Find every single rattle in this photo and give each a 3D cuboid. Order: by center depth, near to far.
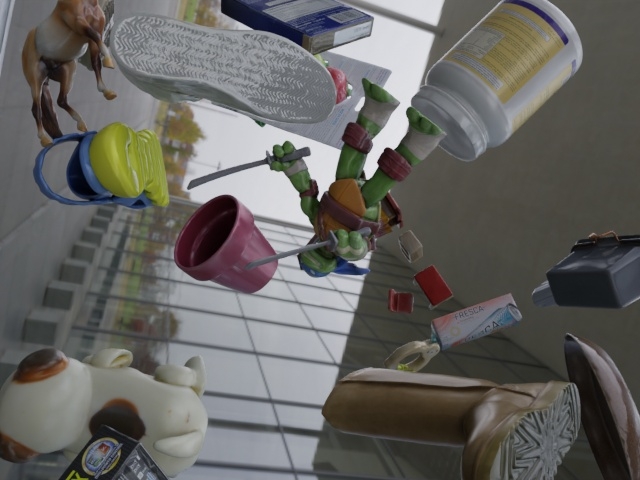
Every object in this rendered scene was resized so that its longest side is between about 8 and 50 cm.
[{"bbox_3d":[0.272,0.315,1.472,0.200,0.130,0.142,-30,-148,7],"label":"rattle"}]

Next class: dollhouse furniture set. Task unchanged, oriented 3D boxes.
[{"bbox_3d":[0.188,0.044,1.622,0.374,0.201,0.152,59,1,20],"label":"dollhouse furniture set"}]

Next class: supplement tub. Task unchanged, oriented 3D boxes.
[{"bbox_3d":[0.396,-0.366,1.322,0.331,0.241,0.241,-44,-162,-3],"label":"supplement tub"}]

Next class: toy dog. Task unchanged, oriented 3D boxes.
[{"bbox_3d":[-0.473,0.383,1.235,0.284,0.408,0.395,-70,-158,4],"label":"toy dog"}]

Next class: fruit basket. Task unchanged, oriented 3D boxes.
[{"bbox_3d":[-0.041,-0.372,1.436,0.165,0.353,0.327,103,12,-55],"label":"fruit basket"}]

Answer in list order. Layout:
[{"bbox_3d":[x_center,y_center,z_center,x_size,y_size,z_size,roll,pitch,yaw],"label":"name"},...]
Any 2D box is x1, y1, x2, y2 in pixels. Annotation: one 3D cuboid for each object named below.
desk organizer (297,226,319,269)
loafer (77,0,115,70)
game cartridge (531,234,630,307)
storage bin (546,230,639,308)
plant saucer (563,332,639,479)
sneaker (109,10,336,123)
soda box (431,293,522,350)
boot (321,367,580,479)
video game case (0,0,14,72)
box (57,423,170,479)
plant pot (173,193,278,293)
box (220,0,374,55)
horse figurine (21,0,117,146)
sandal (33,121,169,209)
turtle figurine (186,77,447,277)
[{"bbox_3d":[0.000,0.000,1.140,0.050,0.047,0.130,1,-135,52],"label":"desk organizer"},{"bbox_3d":[-0.513,-0.471,1.273,0.268,0.092,0.101,-29,-143,62],"label":"loafer"},{"bbox_3d":[0.676,0.072,1.441,0.198,0.297,0.062,-41,-103,45],"label":"game cartridge"},{"bbox_3d":[0.383,0.044,0.791,0.135,0.091,0.098,-9,-76,63],"label":"storage bin"},{"bbox_3d":[0.491,0.305,0.982,0.310,0.050,0.310,-16,90,-78],"label":"plant saucer"},{"bbox_3d":[-0.134,-0.230,0.793,0.169,0.293,0.108,-156,-100,-69],"label":"sneaker"},{"bbox_3d":[0.337,0.178,1.256,0.058,0.183,0.063,68,3,-66],"label":"soda box"},{"bbox_3d":[0.112,0.203,0.624,0.270,0.236,0.089,-5,-91,39],"label":"boot"},{"bbox_3d":[-0.436,-0.233,0.709,0.204,0.025,0.285,-22,-120,34],"label":"video game case"},{"bbox_3d":[-0.254,0.376,0.673,0.216,0.060,0.270,-55,150,-35],"label":"box"},{"bbox_3d":[-0.201,0.025,1.317,0.201,0.180,0.201,-24,-136,26],"label":"plant pot"},{"bbox_3d":[-0.049,-0.344,0.862,0.225,0.136,0.036,37,-41,27],"label":"box"},{"bbox_3d":[-0.314,-0.229,0.721,0.263,0.066,0.174,-32,-108,39],"label":"horse figurine"},{"bbox_3d":[-0.312,-0.104,0.856,0.317,0.138,0.126,116,-36,-88],"label":"sandal"},{"bbox_3d":[0.011,-0.075,0.733,0.266,0.275,0.198,-56,-159,13],"label":"turtle figurine"}]
